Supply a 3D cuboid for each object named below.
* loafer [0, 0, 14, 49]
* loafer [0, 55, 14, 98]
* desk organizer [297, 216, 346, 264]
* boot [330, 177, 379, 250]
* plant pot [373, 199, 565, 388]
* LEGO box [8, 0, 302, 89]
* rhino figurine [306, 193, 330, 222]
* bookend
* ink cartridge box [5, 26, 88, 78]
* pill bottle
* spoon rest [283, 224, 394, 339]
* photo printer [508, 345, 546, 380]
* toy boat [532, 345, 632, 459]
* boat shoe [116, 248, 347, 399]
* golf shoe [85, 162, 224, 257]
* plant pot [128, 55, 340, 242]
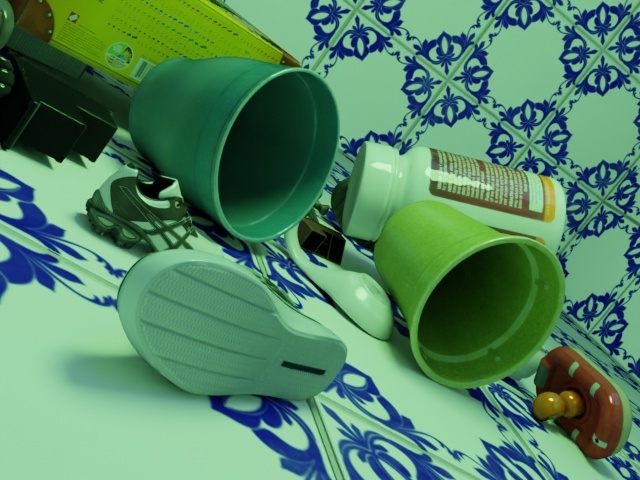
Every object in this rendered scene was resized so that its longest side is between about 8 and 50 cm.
[{"bbox_3d":[-0.602,-0.410,1.183,0.366,0.134,0.130,37,11,4],"label":"loafer"},{"bbox_3d":[-0.471,-0.212,0.965,0.078,0.076,0.223,-3,-12,43],"label":"loafer"},{"bbox_3d":[0.000,0.000,1.572,0.130,0.047,0.050,24,19,-47],"label":"desk organizer"},{"bbox_3d":[0.113,-0.086,2.040,0.348,0.131,0.260,41,13,-39],"label":"boot"},{"bbox_3d":[0.220,0.063,1.400,0.276,0.276,0.254,29,12,-34],"label":"plant pot"},{"bbox_3d":[-0.334,-0.415,1.504,0.500,0.193,0.372,24,16,-45],"label":"LEGO box"},{"bbox_3d":[-0.038,-0.078,1.648,0.106,0.073,0.243,45,-6,15],"label":"rhino figurine"},{"bbox_3d":[-0.334,-0.146,1.079,0.157,0.072,0.156,28,15,-40],"label":"bookend"},{"bbox_3d":[-0.605,-0.440,1.478,0.330,0.071,0.324,21,20,-47],"label":"ink cartridge box"},{"bbox_3d":[0.252,-0.058,1.631,0.392,0.224,0.224,13,14,-6],"label":"pill bottle"},{"bbox_3d":[0.026,0.057,1.386,0.276,0.084,0.137,54,17,17],"label":"spoon rest"},{"bbox_3d":[0.290,0.141,1.719,0.307,0.107,0.256,31,12,-25],"label":"photo printer"},{"bbox_3d":[0.467,0.310,1.568,0.151,0.151,0.231,-5,32,-26],"label":"toy boat"},{"bbox_3d":[-0.097,0.081,0.817,0.119,0.121,0.335,35,-3,33],"label":"boat shoe"},{"bbox_3d":[-0.178,-0.022,0.995,0.198,0.094,0.077,29,12,-42],"label":"golf shoe"},{"bbox_3d":[-0.153,-0.167,1.302,0.255,0.271,0.272,25,3,32],"label":"plant pot"}]
